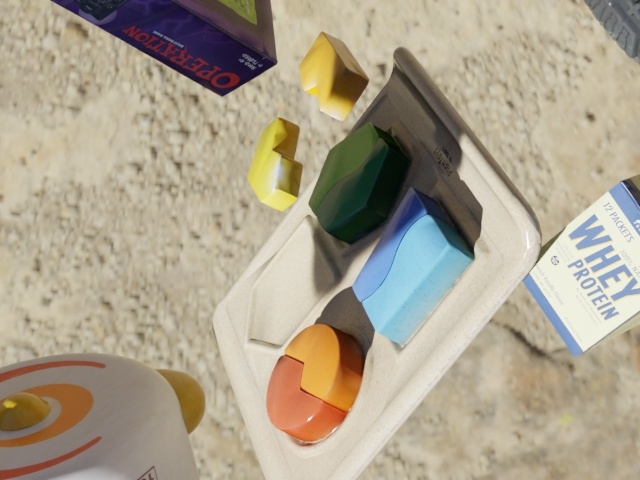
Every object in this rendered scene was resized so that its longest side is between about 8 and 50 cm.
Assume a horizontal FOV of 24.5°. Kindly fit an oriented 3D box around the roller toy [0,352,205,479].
[{"bbox_3d":[-0.170,0.161,0.930,0.209,0.191,0.146,-12,113,-2],"label":"roller toy"}]

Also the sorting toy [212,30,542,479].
[{"bbox_3d":[0.000,0.000,0.850,0.041,0.307,0.229,23,111,-28],"label":"sorting toy"}]

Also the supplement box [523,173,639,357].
[{"bbox_3d":[0.162,0.007,0.749,0.083,0.083,0.056,-45,72,40],"label":"supplement box"}]

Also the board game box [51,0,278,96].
[{"bbox_3d":[-0.121,-0.264,0.791,0.056,0.347,0.208,-25,145,28],"label":"board game box"}]

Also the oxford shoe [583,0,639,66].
[{"bbox_3d":[0.147,-0.182,0.654,0.096,0.083,0.227,-14,85,-22],"label":"oxford shoe"}]
